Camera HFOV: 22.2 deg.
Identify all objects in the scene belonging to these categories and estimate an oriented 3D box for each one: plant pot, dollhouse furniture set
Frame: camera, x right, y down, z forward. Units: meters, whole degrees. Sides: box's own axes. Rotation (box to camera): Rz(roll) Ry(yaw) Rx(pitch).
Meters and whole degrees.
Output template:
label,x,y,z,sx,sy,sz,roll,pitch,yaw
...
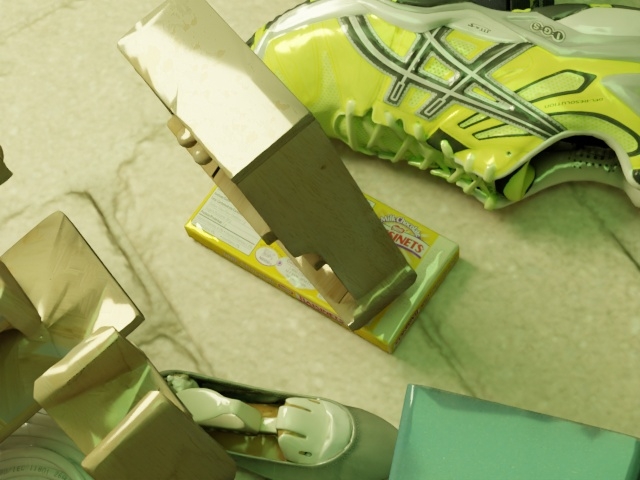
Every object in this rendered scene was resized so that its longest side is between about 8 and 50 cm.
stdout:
label,x,y,z,sx,sy,sz,roll,pitch,yaw
plant pot,0.118,0.246,1.133,0.165,0.166,0.234,12,73,13
dollhouse furniture set,-0.161,0.046,1.195,0.394,0.256,0.362,-40,58,-2

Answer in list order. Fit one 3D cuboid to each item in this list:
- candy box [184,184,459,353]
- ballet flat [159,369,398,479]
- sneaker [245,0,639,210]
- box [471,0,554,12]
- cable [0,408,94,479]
label,x,y,z,sx,sy,sz,roll,pitch,yaw
candy box,0.000,0.000,1.339,0.206,0.027,0.105,30,69,20
ballet flat,-0.042,0.144,1.252,0.213,0.068,0.072,8,66,11
sneaker,0.109,-0.108,1.314,0.384,0.145,0.147,1,64,10
box,0.096,-0.272,1.372,0.059,0.183,0.232,-42,67,-13
cable,-0.224,0.239,1.220,0.257,0.089,0.257,-2,64,5
